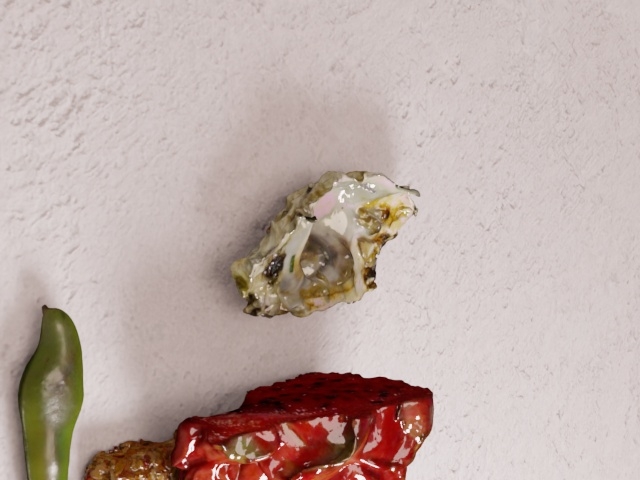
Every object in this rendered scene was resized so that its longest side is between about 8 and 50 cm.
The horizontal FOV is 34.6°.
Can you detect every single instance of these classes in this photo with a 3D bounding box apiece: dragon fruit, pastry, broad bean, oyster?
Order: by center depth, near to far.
[{"bbox_3d":[-0.317,0.237,1.220,0.075,0.067,0.325,-2,96,-9],"label":"broad bean"},{"bbox_3d":[-0.212,0.296,1.302,0.169,0.063,0.087,-7,93,-40],"label":"pastry"},{"bbox_3d":[-0.018,0.321,1.322,0.329,0.227,0.286,6,92,-56],"label":"dragon fruit"},{"bbox_3d":[-0.002,-0.003,1.449,0.354,0.107,0.201,-14,121,-50],"label":"oyster"}]
